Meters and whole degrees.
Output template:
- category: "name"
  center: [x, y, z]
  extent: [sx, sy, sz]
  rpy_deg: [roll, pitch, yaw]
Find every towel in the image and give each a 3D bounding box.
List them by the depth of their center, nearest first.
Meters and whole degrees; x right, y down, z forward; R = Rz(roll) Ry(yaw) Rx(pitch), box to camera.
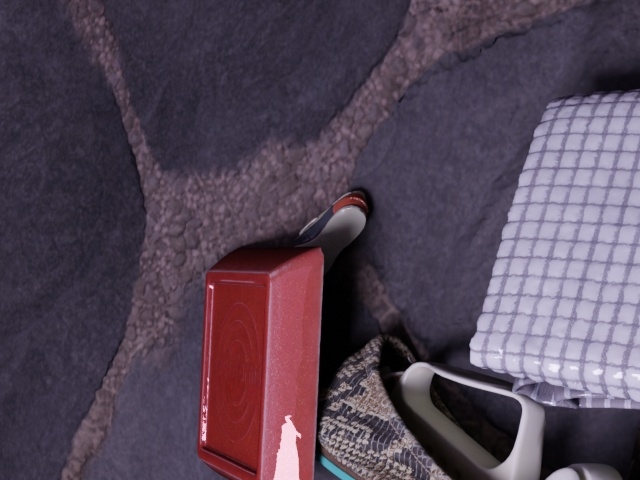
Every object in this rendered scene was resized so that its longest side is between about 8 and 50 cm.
- category: "towel"
  center: [0.278, 0.012, 0.998]
  extent: [0.235, 0.121, 0.283]
  rpy_deg: [3, 64, 35]

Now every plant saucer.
- category: "plant saucer"
  center: [-0.071, 0.134, 1.249]
  extent: [0.258, 0.048, 0.259]
  rpy_deg: [178, 95, -67]

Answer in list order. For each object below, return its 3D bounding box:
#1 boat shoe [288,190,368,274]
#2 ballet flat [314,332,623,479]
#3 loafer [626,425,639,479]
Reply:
- category: "boat shoe"
  center: [0.000, 0.000, 1.288]
  extent: [0.137, 0.049, 0.043]
  rpy_deg: [-44, 21, 28]
- category: "ballet flat"
  center: [0.151, 0.222, 1.051]
  extent: [0.182, 0.164, 0.483]
  rpy_deg: [-58, 40, 8]
- category: "loafer"
  center: [0.304, 0.197, 1.045]
  extent: [0.078, 0.080, 0.220]
  rpy_deg: [-112, 44, -64]
